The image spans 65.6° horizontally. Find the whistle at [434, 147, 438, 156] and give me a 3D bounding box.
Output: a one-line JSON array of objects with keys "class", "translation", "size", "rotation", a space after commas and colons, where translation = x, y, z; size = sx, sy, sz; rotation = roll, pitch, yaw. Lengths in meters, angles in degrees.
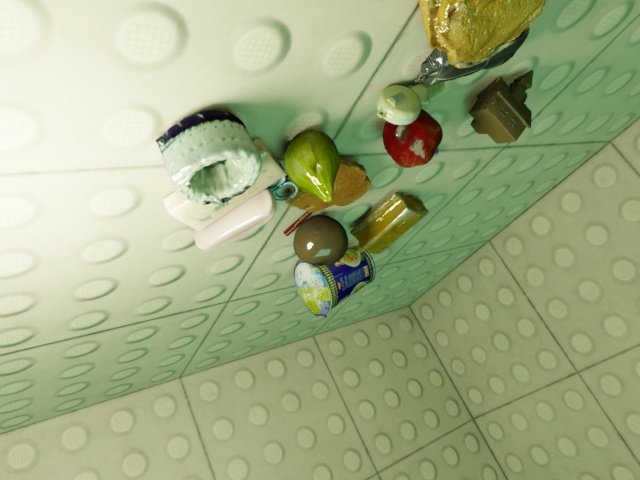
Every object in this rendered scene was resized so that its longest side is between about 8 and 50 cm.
[{"class": "whistle", "translation": [0.429, -0.339, 1.860], "size": [0.083, 0.029, 0.033], "rotation": [18, 94, -67]}]

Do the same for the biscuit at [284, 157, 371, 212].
[{"class": "biscuit", "translation": [0.018, -0.188, 1.692], "size": [0.269, 0.051, 0.376], "rotation": [-38, 152, 32]}]

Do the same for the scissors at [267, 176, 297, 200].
[{"class": "scissors", "translation": [-0.194, -0.130, 1.581], "size": [0.256, 0.030, 0.125], "rotation": [-32, 132, 26]}]

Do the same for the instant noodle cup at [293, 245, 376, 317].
[{"class": "instant noodle cup", "translation": [0.080, 0.166, 2.294], "size": [0.313, 0.284, 0.284], "rotation": [-23, 159, -32]}]

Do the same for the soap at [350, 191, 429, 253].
[{"class": "soap", "translation": [0.307, -0.076, 2.166], "size": [0.281, 0.143, 0.259], "rotation": [-46, 154, 27]}]

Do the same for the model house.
[{"class": "model house", "translation": [0.633, -0.476, 1.678], "size": [0.248, 0.181, 0.176], "rotation": [-52, -159, -5]}]

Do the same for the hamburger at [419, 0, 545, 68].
[{"class": "hamburger", "translation": [0.377, -0.553, 1.142], "size": [0.319, 0.158, 0.318], "rotation": [-20, 152, -11]}]

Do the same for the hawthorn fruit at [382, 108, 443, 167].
[{"class": "hawthorn fruit", "translation": [0.270, -0.327, 1.528], "size": [0.185, 0.185, 0.202], "rotation": [-35, 139, 19]}]

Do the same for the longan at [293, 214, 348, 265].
[{"class": "longan", "translation": [0.000, 0.000, 1.898], "size": [0.220, 0.196, 0.196], "rotation": [-7, 151, -26]}]

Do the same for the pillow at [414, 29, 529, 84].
[{"class": "pillow", "translation": [0.418, -0.515, 1.375], "size": [0.335, 0.092, 0.161], "rotation": [-21, 160, -12]}]

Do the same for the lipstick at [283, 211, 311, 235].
[{"class": "lipstick", "translation": [-0.075, -0.077, 1.872], "size": [0.176, 0.027, 0.027], "rotation": [-41, 154, 28]}]

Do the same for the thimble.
[{"class": "thimble", "translation": [-0.273, -0.200, 1.218], "size": [0.238, 0.150, 0.237], "rotation": [-22, 157, -10]}]

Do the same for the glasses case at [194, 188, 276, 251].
[{"class": "glasses case", "translation": [-0.266, -0.063, 1.532], "size": [0.297, 0.113, 0.075], "rotation": [-26, 149, 17]}]

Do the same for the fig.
[{"class": "fig", "translation": [-0.028, -0.215, 1.406], "size": [0.167, 0.233, 0.167], "rotation": [1, 123, 2]}]

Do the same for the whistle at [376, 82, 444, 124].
[{"class": "whistle", "translation": [0.259, -0.406, 1.418], "size": [0.258, 0.126, 0.067], "rotation": [-31, 160, -28]}]

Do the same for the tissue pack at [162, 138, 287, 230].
[{"class": "tissue pack", "translation": [-0.269, -0.153, 1.423], "size": [0.326, 0.071, 0.170], "rotation": [-32, 156, 8]}]
